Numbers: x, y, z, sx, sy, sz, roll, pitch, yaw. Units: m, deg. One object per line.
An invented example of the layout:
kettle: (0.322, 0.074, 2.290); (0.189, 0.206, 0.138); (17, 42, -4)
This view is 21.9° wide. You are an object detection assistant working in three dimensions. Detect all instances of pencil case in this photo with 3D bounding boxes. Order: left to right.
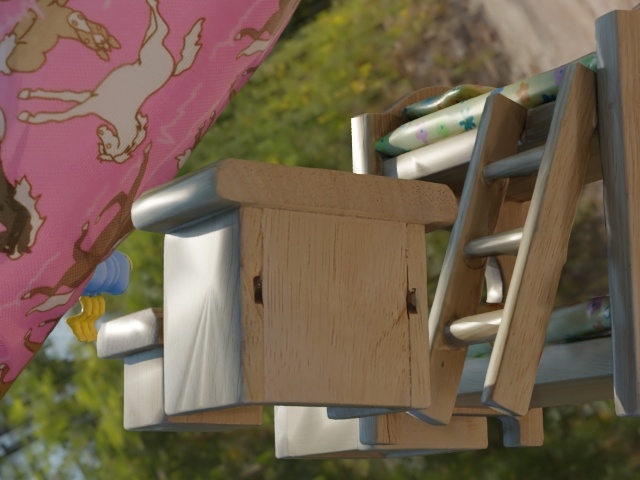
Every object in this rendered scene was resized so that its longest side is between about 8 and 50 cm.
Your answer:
pencil case: (-0.126, -0.104, 0.820); (0.167, 0.386, 0.160); (31, 171, 19)

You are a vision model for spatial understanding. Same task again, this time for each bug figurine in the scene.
bug figurine: (-0.240, -0.051, 1.253); (0.279, 0.072, 0.216); (55, -170, 4)

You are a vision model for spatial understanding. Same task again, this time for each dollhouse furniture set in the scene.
dollhouse furniture set: (0.000, 0.000, 0.422); (0.182, 0.161, 0.101); (-17, 71, 56)
